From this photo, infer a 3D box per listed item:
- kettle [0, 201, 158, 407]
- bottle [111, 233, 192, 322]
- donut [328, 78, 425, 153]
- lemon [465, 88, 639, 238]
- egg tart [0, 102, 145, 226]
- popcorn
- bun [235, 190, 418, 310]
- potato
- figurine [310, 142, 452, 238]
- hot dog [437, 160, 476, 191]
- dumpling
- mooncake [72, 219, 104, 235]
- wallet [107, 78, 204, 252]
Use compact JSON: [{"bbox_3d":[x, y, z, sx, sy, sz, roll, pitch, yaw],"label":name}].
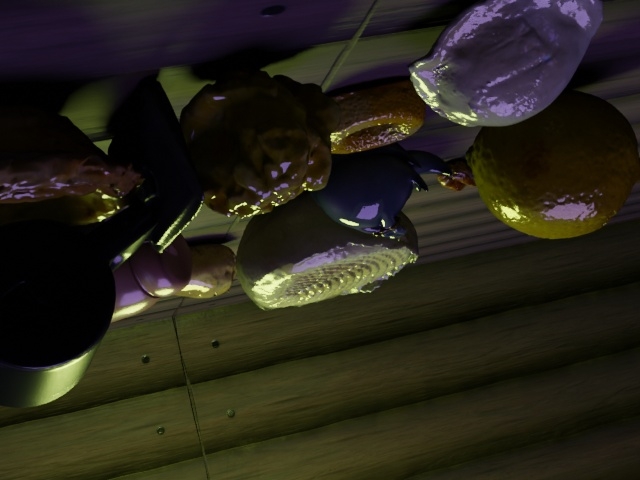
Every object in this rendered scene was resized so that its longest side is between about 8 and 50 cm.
[{"bbox_3d":[-0.333,0.088,1.281,0.262,0.203,0.308,-9,169,-22],"label":"kettle"},{"bbox_3d":[-0.399,0.059,1.944,0.297,0.173,0.206,-17,137,21],"label":"bottle"},{"bbox_3d":[0.072,-0.175,1.479,0.178,0.065,0.162,-13,171,0],"label":"donut"},{"bbox_3d":[0.385,-0.126,1.678,0.267,0.267,0.267,-13,171,-2],"label":"lemon"},{"bbox_3d":[-0.383,-0.073,1.208,0.345,0.132,0.345,-12,171,-2],"label":"egg tart"},{"bbox_3d":[-0.077,-0.119,1.235,0.198,0.197,0.155,-20,170,34],"label":"popcorn"},{"bbox_3d":[0.002,-0.004,2.021,0.364,0.202,0.364,-15,164,-4],"label":"bun"},{"bbox_3d":[-0.285,0.073,2.307,0.161,0.128,0.235,-24,162,31],"label":"potato"},{"bbox_3d":[0.087,-0.101,1.686,0.265,0.197,0.175,1,127,-50],"label":"figurine"},{"bbox_3d":[0.288,-0.134,2.144,0.071,0.045,0.165,-15,171,19],"label":"hot dog"},{"bbox_3d":[0.214,-0.225,1.234,0.179,0.131,0.252,23,140,-34],"label":"dumpling"},{"bbox_3d":[-0.432,-0.017,1.523,0.228,0.124,0.228,-12,171,-2],"label":"mooncake"},{"bbox_3d":[-0.208,-0.087,1.282,0.052,0.168,0.245,-20,173,-24],"label":"wallet"}]
